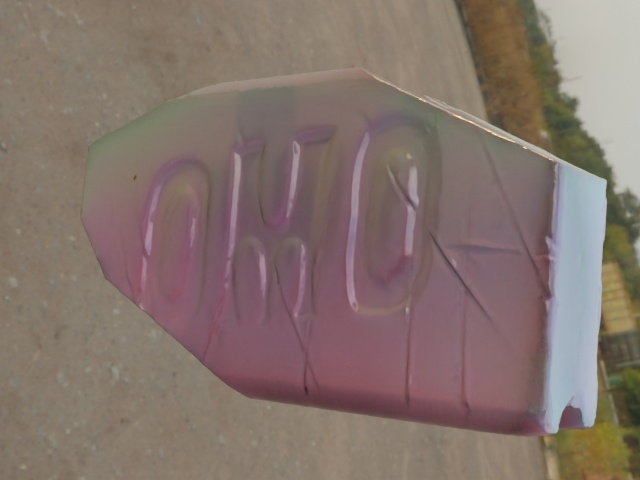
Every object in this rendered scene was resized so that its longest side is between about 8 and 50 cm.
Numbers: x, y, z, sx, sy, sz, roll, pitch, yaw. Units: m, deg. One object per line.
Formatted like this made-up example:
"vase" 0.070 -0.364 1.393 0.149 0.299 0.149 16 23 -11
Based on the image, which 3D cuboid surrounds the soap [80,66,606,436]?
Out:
"soap" 0.000 0.000 0.523 0.109 0.323 0.193 14 80 -56
